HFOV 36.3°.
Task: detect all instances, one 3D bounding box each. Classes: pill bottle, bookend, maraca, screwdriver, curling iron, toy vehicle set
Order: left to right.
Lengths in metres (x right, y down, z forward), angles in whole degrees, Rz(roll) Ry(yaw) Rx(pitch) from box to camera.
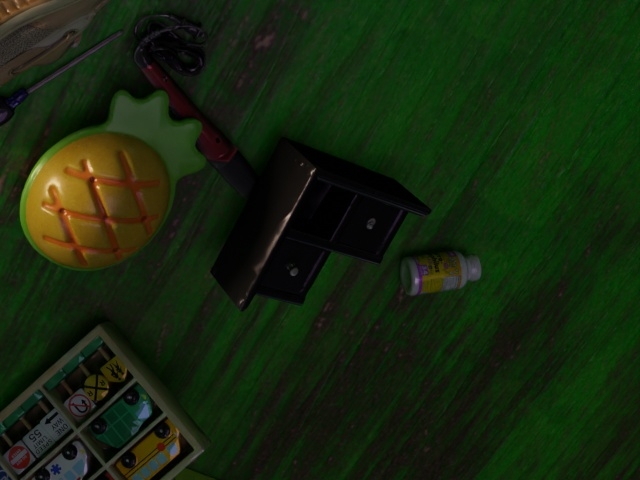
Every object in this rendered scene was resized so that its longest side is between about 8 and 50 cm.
[{"bbox_3d":[-0.245,-0.140,0.850,0.170,0.024,0.025,-38,96,-2],"label":"screwdriver"},{"bbox_3d":[-0.263,0.231,0.999,0.267,0.035,0.166,-42,87,7],"label":"toy vehicle set"},{"bbox_3d":[-0.185,-0.052,0.874,0.186,0.099,0.127,-47,124,5],"label":"maraca"},{"bbox_3d":[-0.088,-0.097,0.918,0.068,0.035,0.274,-31,125,0],"label":"curling iron"},{"bbox_3d":[0.000,0.000,0.964,0.156,0.072,0.157,18,109,-39],"label":"bookend"},{"bbox_3d":[0.132,0.034,1.071,0.083,0.043,0.043,-7,122,-16],"label":"pill bottle"}]

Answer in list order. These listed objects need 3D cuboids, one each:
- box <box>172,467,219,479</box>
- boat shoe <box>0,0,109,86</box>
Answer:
[{"bbox_3d":[-0.192,0.296,1.106,0.232,0.058,0.087,29,106,-32],"label":"box"},{"bbox_3d":[-0.238,-0.192,0.779,0.302,0.109,0.098,-34,164,2],"label":"boat shoe"}]
